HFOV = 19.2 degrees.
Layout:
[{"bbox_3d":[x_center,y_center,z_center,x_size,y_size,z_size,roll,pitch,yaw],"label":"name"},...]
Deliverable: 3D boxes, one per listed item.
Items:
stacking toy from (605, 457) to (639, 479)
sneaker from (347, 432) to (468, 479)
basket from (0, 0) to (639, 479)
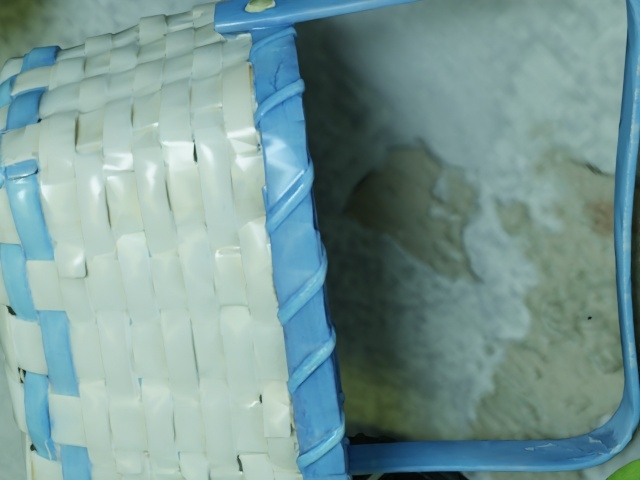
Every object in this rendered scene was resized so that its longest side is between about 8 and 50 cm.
[{"bbox_3d":[0.241,0.162,0.788,0.309,0.130,0.279,32,128,5],"label":"stacking toy"},{"bbox_3d":[0.076,0.206,0.945,0.271,0.100,0.108,41,131,6],"label":"sneaker"},{"bbox_3d":[0.000,0.000,0.839,0.289,0.201,0.255,-2,117,2],"label":"basket"}]
